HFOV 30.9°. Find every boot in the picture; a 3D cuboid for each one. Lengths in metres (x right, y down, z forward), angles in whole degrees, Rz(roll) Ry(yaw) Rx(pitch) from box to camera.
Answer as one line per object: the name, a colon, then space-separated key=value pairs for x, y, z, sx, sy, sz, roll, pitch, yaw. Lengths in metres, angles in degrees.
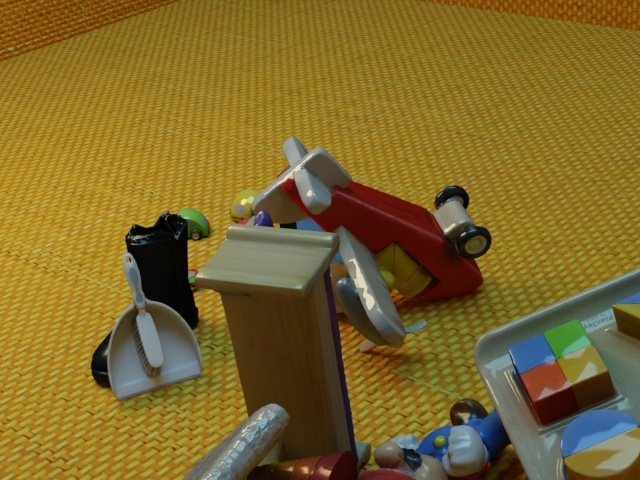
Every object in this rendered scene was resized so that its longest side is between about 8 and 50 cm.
boot: x=-0.291 y=0.085 z=1.858 sx=0.094 sy=0.207 sz=0.246 roll=12 pitch=32 yaw=31

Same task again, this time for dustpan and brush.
dustpan and brush: x=-0.271 y=0.124 z=1.774 sx=0.147 sy=0.211 sz=0.060 roll=-16 pitch=-6 yaw=-20

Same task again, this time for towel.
towel: x=-0.142 y=0.301 z=1.351 sx=0.049 sy=0.282 sz=0.187 roll=42 pitch=56 yaw=-1

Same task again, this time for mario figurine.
mario figurine: x=0.141 y=0.261 z=1.442 sx=0.170 sy=0.198 sz=0.320 roll=26 pitch=34 yaw=24

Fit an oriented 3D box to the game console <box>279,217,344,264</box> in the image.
game console: x=0.000 y=0.000 z=2.113 sx=0.143 sy=0.124 sz=0.085 roll=-6 pitch=0 yaw=-2

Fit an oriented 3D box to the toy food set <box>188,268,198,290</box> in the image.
toy food set: x=-0.256 y=0.073 z=2.084 sx=0.082 sy=0.020 sz=0.083 roll=-15 pitch=27 yaw=-17

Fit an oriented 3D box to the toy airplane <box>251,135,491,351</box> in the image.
toy airplane: x=0.052 y=0.004 z=1.882 sx=0.384 sy=0.272 sz=0.386 roll=39 pitch=27 yaw=13

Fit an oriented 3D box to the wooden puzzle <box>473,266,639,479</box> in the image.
wooden puzzle: x=0.368 y=0.172 z=1.315 sx=0.322 sy=0.080 sz=0.348 roll=-23 pitch=44 yaw=3

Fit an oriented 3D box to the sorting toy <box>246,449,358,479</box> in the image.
sorting toy: x=-0.082 y=0.374 z=1.295 sx=0.126 sy=0.127 sz=0.366 roll=12 pitch=46 yaw=24

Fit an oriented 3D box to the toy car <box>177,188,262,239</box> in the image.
toy car: x=-0.204 y=-0.040 z=2.262 sx=0.224 sy=0.053 sz=0.239 roll=-5 pitch=26 yaw=1

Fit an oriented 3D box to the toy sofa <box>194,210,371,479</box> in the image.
toy sofa: x=-0.029 y=0.148 z=1.505 sx=0.150 sy=0.363 sz=0.177 roll=6 pitch=34 yaw=24
